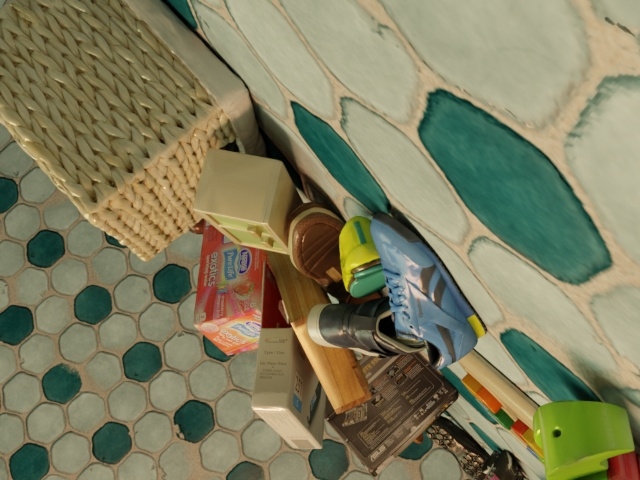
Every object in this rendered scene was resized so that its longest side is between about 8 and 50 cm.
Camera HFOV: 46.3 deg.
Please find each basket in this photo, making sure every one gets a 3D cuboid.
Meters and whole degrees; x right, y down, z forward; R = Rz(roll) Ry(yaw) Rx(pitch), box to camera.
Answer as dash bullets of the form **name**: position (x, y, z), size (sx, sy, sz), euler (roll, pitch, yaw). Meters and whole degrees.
- **basket**: position (-0.281, -0.180, 1.084), size (0.331, 0.266, 0.328), euler (45, 172, 10)

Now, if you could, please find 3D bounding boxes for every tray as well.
- **tray**: position (-0.020, 0.110, 1.377), size (0.411, 0.076, 0.203), euler (-119, 4, -63)

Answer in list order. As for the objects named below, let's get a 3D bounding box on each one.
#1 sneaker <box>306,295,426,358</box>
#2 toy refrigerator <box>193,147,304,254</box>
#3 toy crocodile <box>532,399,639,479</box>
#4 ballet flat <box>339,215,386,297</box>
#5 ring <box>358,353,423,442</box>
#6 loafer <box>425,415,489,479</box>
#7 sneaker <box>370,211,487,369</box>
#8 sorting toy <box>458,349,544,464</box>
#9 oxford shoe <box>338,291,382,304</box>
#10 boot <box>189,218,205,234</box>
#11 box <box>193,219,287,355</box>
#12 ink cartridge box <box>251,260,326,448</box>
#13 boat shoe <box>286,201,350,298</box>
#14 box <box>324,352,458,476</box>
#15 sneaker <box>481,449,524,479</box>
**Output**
- **sneaker**: position (0.114, 0.125, 1.086), size (0.163, 0.086, 0.226), euler (-9, 170, 42)
- **toy refrigerator**: position (-0.094, -0.043, 1.070), size (0.102, 0.094, 0.269), euler (12, 171, 6)
- **toy crocodile**: position (0.286, 0.253, 0.722), size (0.340, 0.105, 0.115), euler (51, -146, -33)
- **ballet flat**: position (0.056, 0.018, 0.944), size (0.231, 0.077, 0.077), euler (69, 179, -78)
- **ring**: position (0.154, 0.336, 1.803), size (0.337, 0.032, 0.337), euler (59, -171, -15)
- **loafer**: position (0.365, 0.523, 1.893), size (0.223, 0.076, 0.078), euler (40, -152, 12)
- **sneaker**: position (0.104, 0.062, 0.825), size (0.209, 0.082, 0.069), euler (53, 174, -27)
- **sorting toy**: position (0.270, 0.250, 1.029), size (0.193, 0.038, 0.208), euler (42, 171, 39)
- **oxford shoe**: position (0.081, 0.124, 1.365), size (0.076, 0.076, 0.212), euler (32, 172, 12)
- **boot**: position (-0.268, -0.136, 1.648), size (0.280, 0.096, 0.264), euler (-162, 73, -74)
- **box**: position (-0.158, 0.070, 1.590), size (0.142, 0.154, 0.300), euler (53, -152, -47)
- **ink cartridge box**: position (-0.046, 0.213, 1.343), size (0.296, 0.066, 0.261), euler (67, -157, -61)
- **boat shoe**: position (-0.007, 0.004, 1.148), size (0.095, 0.095, 0.257), euler (56, 176, 30)
- **box**: position (0.128, 0.319, 1.486), size (0.183, 0.231, 0.056), euler (43, 168, 30)
- **sneaker**: position (0.386, 0.475, 1.530), size (0.077, 0.072, 0.178), euler (34, 179, 10)
